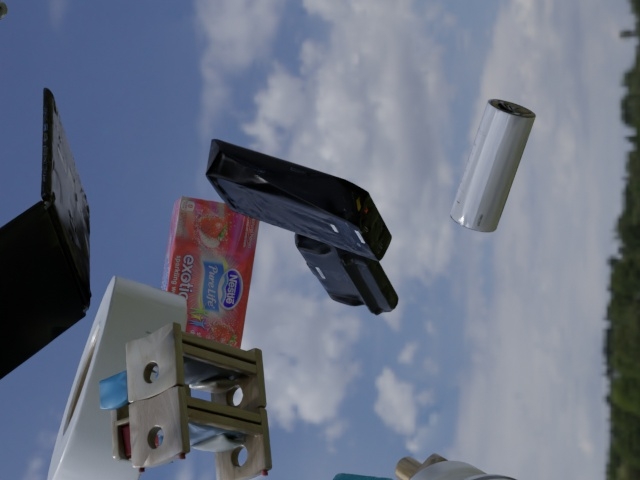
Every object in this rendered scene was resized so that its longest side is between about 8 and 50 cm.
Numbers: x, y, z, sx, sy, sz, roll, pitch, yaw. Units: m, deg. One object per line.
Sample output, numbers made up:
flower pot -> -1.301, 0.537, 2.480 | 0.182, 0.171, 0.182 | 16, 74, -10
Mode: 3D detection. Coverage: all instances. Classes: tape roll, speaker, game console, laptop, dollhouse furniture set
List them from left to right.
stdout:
laptop -> -0.358, 0.000, 1.377 | 0.234, 0.137, 0.264 | 87, 175, -54
tape roll -> -0.261, 0.191, 1.508 | 0.286, 0.100, 0.286 | -161, 90, -78
dollhouse furniture set -> -0.161, 0.181, 1.151 | 0.129, 0.184, 0.128 | 24, -130, -48
game console -> 0.000, 0.000, 1.448 | 0.044, 0.213, 0.361 | -62, -27, -17
speaker -> 0.183, -0.081, 1.251 | 0.055, 0.055, 0.136 | -42, -29, -66

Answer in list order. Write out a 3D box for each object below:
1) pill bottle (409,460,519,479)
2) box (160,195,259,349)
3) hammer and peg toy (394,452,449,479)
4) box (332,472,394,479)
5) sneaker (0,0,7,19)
pill bottle -> 0.184, 0.321, 1.136 | 0.278, 0.162, 0.162 | -158, 62, -66
box -> -0.206, 0.081, 2.109 | 0.142, 0.154, 0.299 | 171, 108, -78
hammer and peg toy -> 0.094, 0.488, 1.559 | 0.361, 0.127, 0.266 | -46, -53, -16
box -> 0.042, 0.345, 1.081 | 0.100, 0.060, 0.244 | -43, -52, -55
sneaker -> -0.492, -0.287, 1.563 | 0.188, 0.071, 0.066 | -58, -46, -54
